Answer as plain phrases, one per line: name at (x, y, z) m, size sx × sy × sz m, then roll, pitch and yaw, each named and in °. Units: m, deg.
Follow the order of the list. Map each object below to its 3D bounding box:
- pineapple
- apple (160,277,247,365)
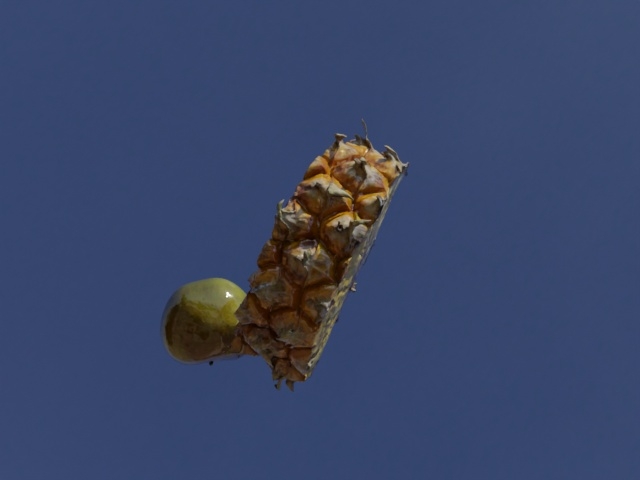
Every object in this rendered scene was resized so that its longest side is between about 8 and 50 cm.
pineapple at (0.001, 0.000, 1.292) m, size 0.079 × 0.233 × 0.135 m, roll 26°, pitch -17°, yaw 6°
apple at (-0.101, 0.077, 1.419) m, size 0.089 × 0.090 × 0.074 m, roll -29°, pitch -114°, yaw 35°
